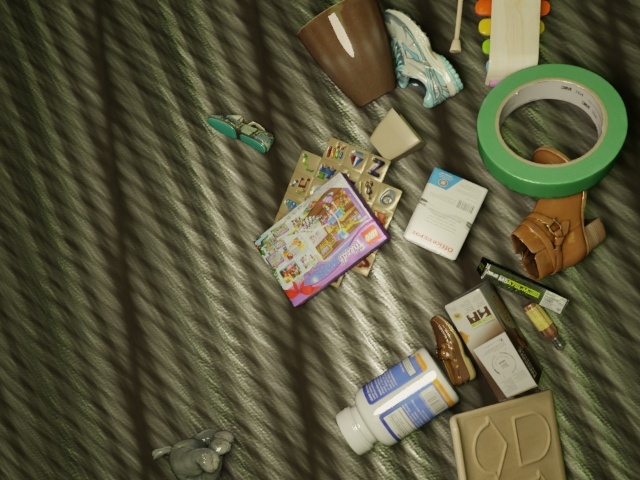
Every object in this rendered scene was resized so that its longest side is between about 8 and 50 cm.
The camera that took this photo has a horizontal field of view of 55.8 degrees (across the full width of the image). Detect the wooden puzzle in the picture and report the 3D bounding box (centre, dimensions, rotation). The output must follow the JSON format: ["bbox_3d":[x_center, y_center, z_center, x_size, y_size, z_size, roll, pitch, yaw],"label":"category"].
[{"bbox_3d":[0.421,0.523,1.356,0.348,0.080,0.322,-4,84,-33],"label":"wooden puzzle"}]

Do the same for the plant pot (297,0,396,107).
[{"bbox_3d":[0.091,-0.458,1.499,0.215,0.215,0.230,-28,97,5],"label":"plant pot"}]

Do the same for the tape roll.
[{"bbox_3d":[0.527,-0.256,1.395,0.321,0.077,0.321,-6,66,13],"label":"tape roll"}]

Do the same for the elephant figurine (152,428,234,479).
[{"bbox_3d":[-0.274,0.606,1.491,0.186,0.169,0.239,0,103,36],"label":"elephant figurine"}]

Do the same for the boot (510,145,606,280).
[{"bbox_3d":[0.521,-0.062,1.418,0.220,0.109,0.283,-27,94,-17],"label":"boot"}]

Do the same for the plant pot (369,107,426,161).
[{"bbox_3d":[0.186,-0.253,1.509,0.096,0.109,0.109,-40,82,16],"label":"plant pot"}]

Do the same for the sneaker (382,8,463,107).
[{"bbox_3d":[0.226,-0.456,1.514,0.122,0.110,0.283,-40,82,7],"label":"sneaker"}]

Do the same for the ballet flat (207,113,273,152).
[{"bbox_3d":[-0.206,-0.294,1.592,0.188,0.070,0.070,29,90,7],"label":"ballet flat"}]

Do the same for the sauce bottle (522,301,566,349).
[{"bbox_3d":[0.540,0.204,1.454,0.042,0.042,0.128,-34,82,4],"label":"sauce bottle"}]

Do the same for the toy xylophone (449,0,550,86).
[{"bbox_3d":[0.448,-0.547,1.501,0.236,0.081,0.323,11,87,8],"label":"toy xylophone"}]

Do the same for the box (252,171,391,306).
[{"bbox_3d":[0.000,0.000,1.497,0.293,0.057,0.201,-37,77,16],"label":"box"}]

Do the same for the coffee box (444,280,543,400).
[{"bbox_3d":[0.406,0.228,1.410,0.098,0.141,0.246,-33,81,26],"label":"coffee box"}]

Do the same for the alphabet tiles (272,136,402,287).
[{"bbox_3d":[0.036,-0.071,1.522,0.285,0.011,0.342,24,98,18],"label":"alphabet tiles"}]

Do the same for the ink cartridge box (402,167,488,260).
[{"bbox_3d":[0.304,-0.062,1.486,0.139,0.082,0.191,25,91,9],"label":"ink cartridge box"}]

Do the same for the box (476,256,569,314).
[{"bbox_3d":[0.461,0.101,1.400,0.190,0.184,0.045,25,100,10],"label":"box"}]

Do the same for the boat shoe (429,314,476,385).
[{"bbox_3d":[0.310,0.267,1.463,0.060,0.064,0.178,-25,85,-17],"label":"boat shoe"}]

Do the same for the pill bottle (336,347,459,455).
[{"bbox_3d":[0.178,0.388,1.435,0.272,0.152,0.152,-34,82,5],"label":"pill bottle"}]
